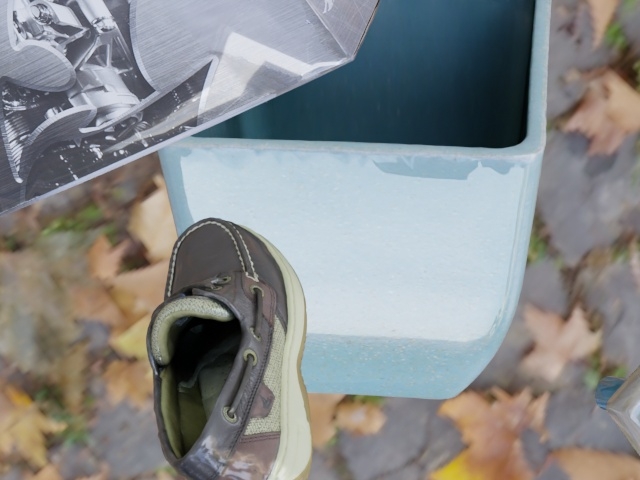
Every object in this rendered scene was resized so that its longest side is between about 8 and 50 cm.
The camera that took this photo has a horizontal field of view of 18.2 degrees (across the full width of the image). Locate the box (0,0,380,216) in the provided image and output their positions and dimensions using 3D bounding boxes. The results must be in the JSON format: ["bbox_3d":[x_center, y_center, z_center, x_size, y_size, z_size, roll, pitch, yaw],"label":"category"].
[{"bbox_3d":[-0.115,-0.128,0.674,0.183,0.056,0.231,-20,120,33],"label":"box"}]

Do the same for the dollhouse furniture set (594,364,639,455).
[{"bbox_3d":[0.207,0.103,0.512,0.303,0.286,0.198,54,160,-23],"label":"dollhouse furniture set"}]

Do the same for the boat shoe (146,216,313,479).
[{"bbox_3d":[-0.055,0.055,1.068,0.080,0.223,0.073,-34,127,18],"label":"boat shoe"}]

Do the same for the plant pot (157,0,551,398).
[{"bbox_3d":[0.033,-0.027,1.411,0.248,0.247,0.252,2,125,6],"label":"plant pot"}]
